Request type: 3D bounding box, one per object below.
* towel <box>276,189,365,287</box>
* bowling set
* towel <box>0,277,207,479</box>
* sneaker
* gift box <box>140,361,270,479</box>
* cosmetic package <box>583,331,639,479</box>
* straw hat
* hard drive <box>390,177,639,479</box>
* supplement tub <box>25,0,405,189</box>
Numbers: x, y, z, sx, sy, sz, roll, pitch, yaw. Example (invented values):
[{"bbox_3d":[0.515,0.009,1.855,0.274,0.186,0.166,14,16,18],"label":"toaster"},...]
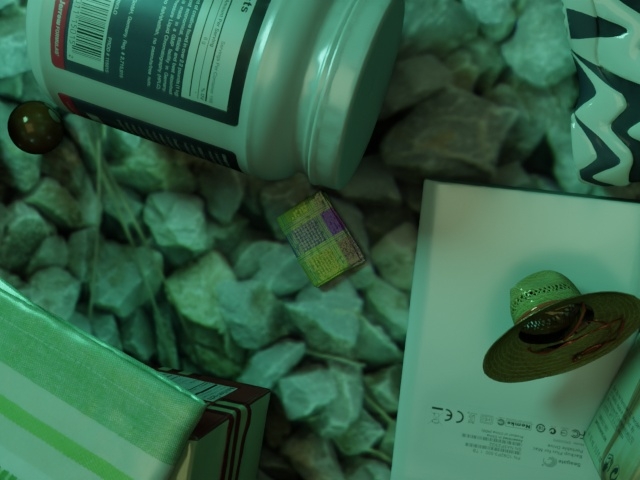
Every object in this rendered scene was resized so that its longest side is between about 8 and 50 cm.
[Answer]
[{"bbox_3d":[0.000,0.000,0.774,0.060,0.009,0.083,-31,91,16],"label":"towel"},{"bbox_3d":[-0.370,-0.140,0.774,0.287,0.199,0.154,-15,91,57],"label":"bowling set"},{"bbox_3d":[-0.264,0.207,0.617,0.247,0.038,0.325,28,92,11],"label":"towel"},{"bbox_3d":[0.277,-0.160,0.627,0.153,0.094,0.235,-1,100,27],"label":"sneaker"},{"bbox_3d":[-0.210,0.256,0.747,0.276,0.255,0.258,8,91,17],"label":"gift box"},{"bbox_3d":[0.347,0.086,0.618,0.153,0.129,0.296,23,101,4],"label":"cosmetic package"},{"bbox_3d":[0.192,0.059,0.667,0.144,0.144,0.061,-29,53,15],"label":"straw hat"},{"bbox_3d":[0.180,0.106,0.735,0.203,0.040,0.308,7,100,11],"label":"hard drive"},{"bbox_3d":[-0.084,-0.164,0.672,0.272,0.191,0.191,20,103,8],"label":"supplement tub"}]
